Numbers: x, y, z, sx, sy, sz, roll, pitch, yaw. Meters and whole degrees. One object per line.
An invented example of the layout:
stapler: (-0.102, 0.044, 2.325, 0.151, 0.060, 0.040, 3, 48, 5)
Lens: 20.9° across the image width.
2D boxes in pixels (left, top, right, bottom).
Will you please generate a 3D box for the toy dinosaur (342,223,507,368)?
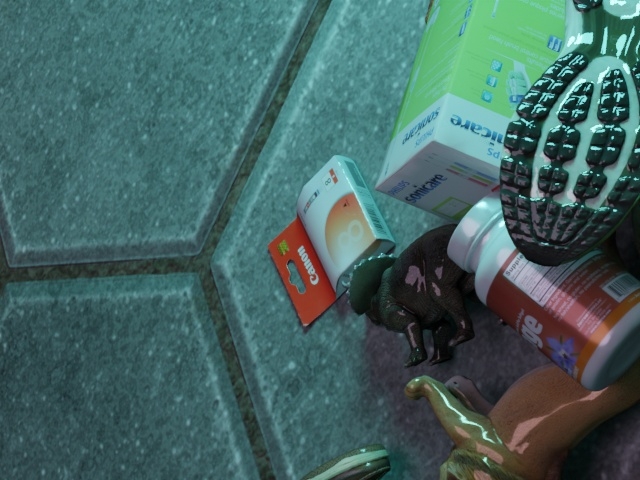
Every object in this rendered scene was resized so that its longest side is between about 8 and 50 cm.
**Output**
toy dinosaur: (0.139, 0.051, 2.036, 0.313, 0.121, 0.160, -34, 72, 37)

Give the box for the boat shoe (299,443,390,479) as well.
boat shoe: (0.003, 0.339, 2.124, 0.257, 0.095, 0.095, -40, 70, 37)

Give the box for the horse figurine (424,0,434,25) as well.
horse figurine: (0.200, -0.381, 2.117, 0.174, 0.066, 0.263, -13, 77, 37)

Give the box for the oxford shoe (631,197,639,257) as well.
oxford shoe: (0.487, 0.032, 1.735, 0.397, 0.140, 0.146, 32, 141, 34)

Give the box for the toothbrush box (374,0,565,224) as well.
toothbrush box: (0.180, -0.185, 1.932, 0.206, 0.122, 0.283, 141, 150, -69)

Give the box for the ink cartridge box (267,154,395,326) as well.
ink cartridge box: (0.000, 0.000, 2.229, 0.179, 0.045, 0.145, -42, 54, 25)

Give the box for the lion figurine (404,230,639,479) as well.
lion figurine: (0.254, 0.181, 1.887, 0.392, 0.142, 0.240, -50, 58, 17)

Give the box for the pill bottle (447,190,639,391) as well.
pill bottle: (0.240, 0.047, 1.805, 0.216, 0.121, 0.121, 40, 109, 24)

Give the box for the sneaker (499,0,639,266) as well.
sneaker: (0.299, -0.132, 1.795, 0.158, 0.182, 0.410, 15, 64, 18)
